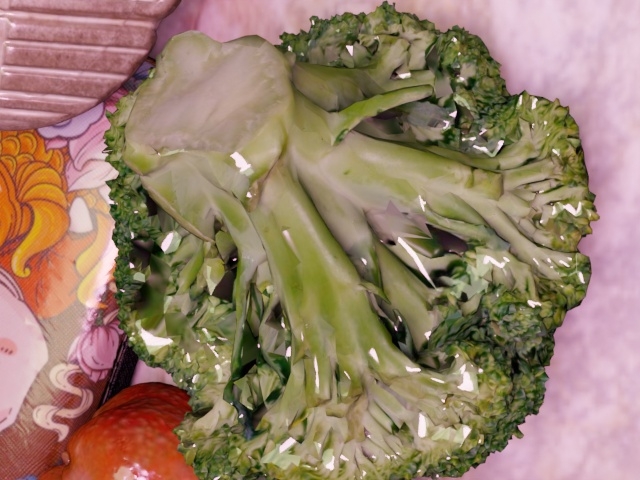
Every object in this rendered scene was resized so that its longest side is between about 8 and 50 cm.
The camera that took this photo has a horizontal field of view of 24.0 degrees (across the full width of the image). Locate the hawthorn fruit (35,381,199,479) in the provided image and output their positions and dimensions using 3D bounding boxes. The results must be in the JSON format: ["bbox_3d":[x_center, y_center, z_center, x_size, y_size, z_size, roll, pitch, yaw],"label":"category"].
[{"bbox_3d":[-0.086,0.154,0.829,0.138,0.133,0.133,37,103,4],"label":"hawthorn fruit"}]

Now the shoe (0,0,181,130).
[{"bbox_3d":[-0.152,-0.235,0.846,0.172,0.198,0.351,15,93,-19],"label":"shoe"}]

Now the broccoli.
[{"bbox_3d":[0.000,0.000,0.741,0.261,0.241,0.269,-2,54,24],"label":"broccoli"}]

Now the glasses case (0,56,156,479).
[{"bbox_3d":[-0.165,0.039,0.891,0.122,0.082,0.321,22,97,20],"label":"glasses case"}]
